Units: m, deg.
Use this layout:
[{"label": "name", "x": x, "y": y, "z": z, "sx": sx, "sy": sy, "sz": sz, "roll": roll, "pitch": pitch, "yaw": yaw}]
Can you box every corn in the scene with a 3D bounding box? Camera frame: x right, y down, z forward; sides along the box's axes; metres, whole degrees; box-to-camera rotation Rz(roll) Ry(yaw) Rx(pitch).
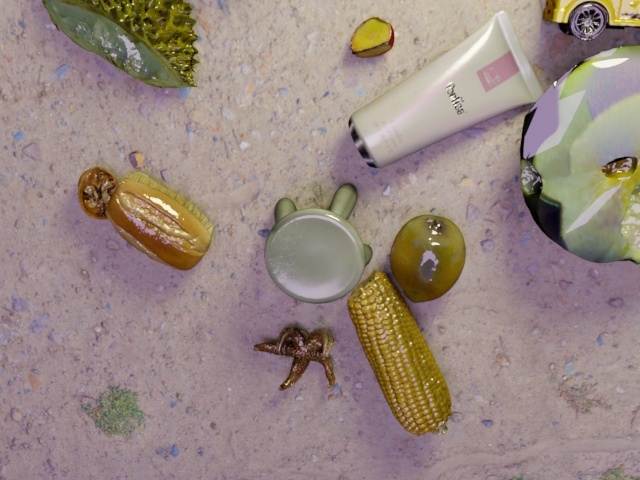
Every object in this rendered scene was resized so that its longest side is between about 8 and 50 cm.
[{"label": "corn", "x": 0.169, "y": 0.251, "z": 1.494, "sx": 0.144, "sy": 0.144, "sz": 0.387, "roll": -25, "pitch": 101, "yaw": 16}]

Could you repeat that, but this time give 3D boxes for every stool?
[{"label": "stool", "x": 0.000, "y": 0.000, "z": 1.392, "sx": 0.195, "sy": 0.198, "sz": 0.195, "roll": -12, "pitch": 110, "yaw": 13}]

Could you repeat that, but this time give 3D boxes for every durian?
[{"label": "durian", "x": -0.397, "y": -0.451, "z": 1.352, "sx": 0.395, "sy": 0.163, "sz": 0.198, "roll": 26, "pitch": 150, "yaw": 2}]

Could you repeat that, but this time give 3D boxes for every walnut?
[{"label": "walnut", "x": -0.485, "y": -0.107, "z": 1.491, "sx": 0.091, "sy": 0.052, "sz": 0.121, "roll": -16, "pitch": 118, "yaw": -31}]

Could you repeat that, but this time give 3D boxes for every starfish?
[{"label": "starfish", "x": -0.056, "y": 0.268, "z": 1.562, "sx": 0.190, "sy": 0.074, "sz": 0.146, "roll": 6, "pitch": 109, "yaw": 6}]

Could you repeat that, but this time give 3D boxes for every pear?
[{"label": "pear", "x": 0.552, "y": -0.163, "z": 1.269, "sx": 0.399, "sy": 0.165, "sz": 0.398, "roll": 3, "pitch": 111, "yaw": 7}]

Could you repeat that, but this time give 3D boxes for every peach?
[{"label": "peach", "x": 0.102, "y": -0.380, "z": 1.314, "sx": 0.077, "sy": 0.050, "sz": 0.083, "roll": 40, "pitch": 102, "yaw": 18}]

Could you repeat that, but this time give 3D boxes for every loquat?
[{"label": "loquat", "x": 0.218, "y": 0.040, "z": 1.407, "sx": 0.152, "sy": 0.152, "sz": 0.195, "roll": 12, "pitch": 119, "yaw": 3}]

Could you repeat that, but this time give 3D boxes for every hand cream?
[{"label": "hand cream", "x": 0.229, "y": -0.265, "z": 1.314, "sx": 0.359, "sy": 0.118, "sz": 0.185, "roll": -28, "pitch": 104, "yaw": 10}]

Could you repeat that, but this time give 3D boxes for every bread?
[{"label": "bread", "x": -0.344, "y": -0.037, "z": 1.463, "sx": 0.236, "sy": 0.106, "sz": 0.140, "roll": 35, "pitch": 107, "yaw": -12}]

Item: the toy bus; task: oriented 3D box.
[{"label": "toy bus", "x": 0.567, "y": -0.420, "z": 1.184, "sx": 0.331, "sy": 0.145, "sz": 0.151, "roll": 4, "pitch": 109, "yaw": 7}]
